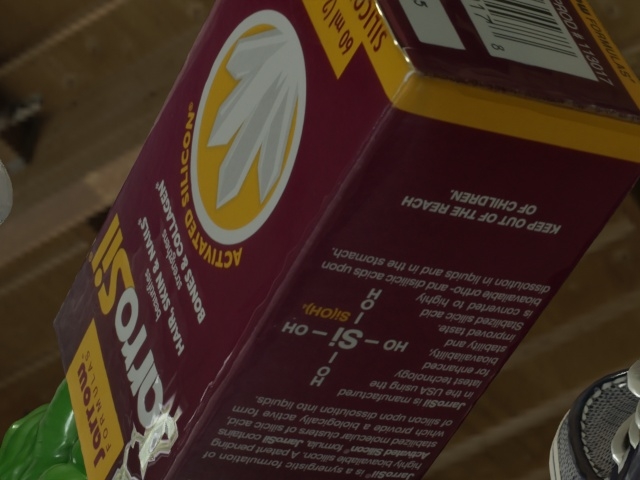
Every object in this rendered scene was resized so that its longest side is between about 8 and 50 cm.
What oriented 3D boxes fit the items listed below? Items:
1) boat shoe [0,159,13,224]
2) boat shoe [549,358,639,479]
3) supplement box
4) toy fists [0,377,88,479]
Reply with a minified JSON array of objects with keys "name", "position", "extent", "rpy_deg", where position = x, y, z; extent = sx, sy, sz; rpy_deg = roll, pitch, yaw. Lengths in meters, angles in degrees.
[{"name":"boat shoe","position":[-0.242,-0.060,0.727],"extent":[0.095,0.258,0.084],"rpy_deg":[-61,-21,7]},{"name":"boat shoe","position":[0.164,0.082,0.673],"extent":[0.127,0.340,0.158],"rpy_deg":[-24,-69,-8]},{"name":"supplement box","position":[0.000,0.000,0.494],"extent":[0.080,0.104,0.188],"rpy_deg":[10,-51,-29]},{"name":"toy fists","position":[-0.071,0.062,0.927],"extent":[0.142,0.279,0.096],"rpy_deg":[-11,-53,44]}]
